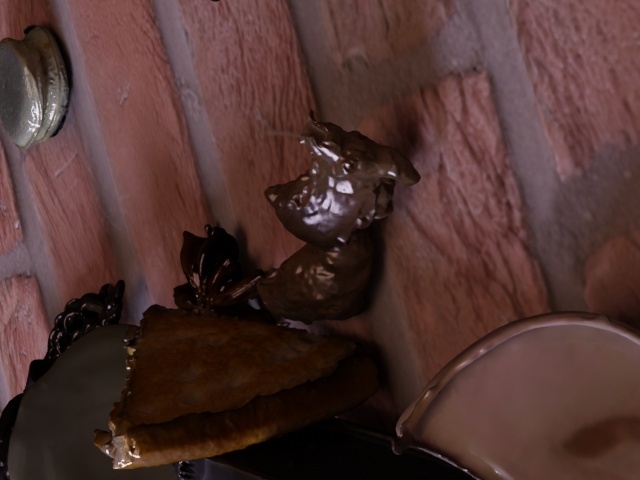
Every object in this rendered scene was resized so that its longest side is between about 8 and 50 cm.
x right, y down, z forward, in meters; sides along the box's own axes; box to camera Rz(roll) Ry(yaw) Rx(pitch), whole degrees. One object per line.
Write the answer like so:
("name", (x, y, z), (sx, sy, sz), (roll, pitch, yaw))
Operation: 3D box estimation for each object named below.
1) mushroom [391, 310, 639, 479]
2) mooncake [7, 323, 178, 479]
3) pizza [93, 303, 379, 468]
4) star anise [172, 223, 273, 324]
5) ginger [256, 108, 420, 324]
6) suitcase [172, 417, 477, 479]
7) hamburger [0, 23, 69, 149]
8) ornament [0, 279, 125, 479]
("mushroom", (0.195, 0.128, 1.162), (0.236, 0.173, 0.162), (32, 99, 0))
("mooncake", (-0.193, 0.228, 1.631), (0.135, 0.275, 0.275), (77, 172, -78))
("pizza", (-0.122, 0.141, 1.448), (0.288, 0.251, 0.074), (9, 112, 39))
("star anise", (-0.102, 0.060, 1.608), (0.168, 0.057, 0.167), (24, 120, 51))
("ginger", (0.000, -0.001, 1.404), (0.290, 0.122, 0.084), (110, 175, -53))
("suitcase", (0.041, 0.319, 1.367), (0.434, 0.194, 0.283), (10, 109, 56))
("hamburger", (-0.349, -0.182, 1.877), (0.133, 0.062, 0.140), (55, 143, 34))
("ornament", (-0.298, 0.147, 1.845), (0.251, 0.106, 0.260), (-118, 48, -73))
